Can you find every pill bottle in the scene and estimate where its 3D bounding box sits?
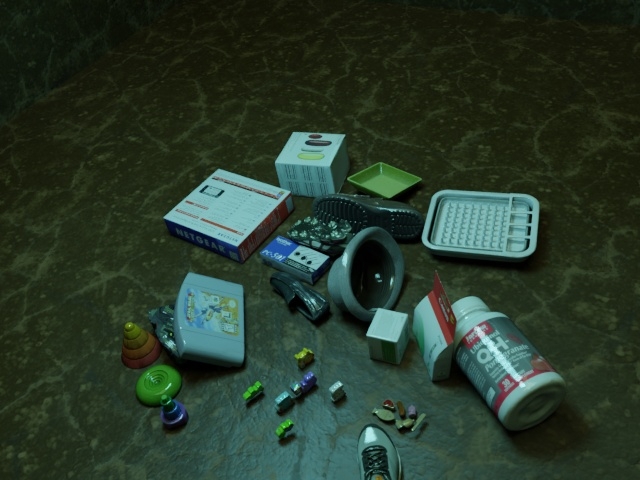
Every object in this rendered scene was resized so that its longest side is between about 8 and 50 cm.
[{"bbox_3d":[0.431,0.288,1.589,0.176,0.176,0.318,-22,43,-12],"label":"pill bottle"}]

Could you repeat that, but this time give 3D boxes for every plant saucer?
[{"bbox_3d":[0.218,-0.192,2.229,0.188,0.045,0.188,28,41,34],"label":"plant saucer"}]

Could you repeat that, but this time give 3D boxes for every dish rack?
[{"bbox_3d":[0.495,-0.038,2.007,0.332,0.072,0.286,6,46,17],"label":"dish rack"}]

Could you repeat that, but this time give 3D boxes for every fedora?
[{"bbox_3d":[0.115,0.103,1.857,0.124,0.244,0.275,-12,42,44],"label":"fedora"}]

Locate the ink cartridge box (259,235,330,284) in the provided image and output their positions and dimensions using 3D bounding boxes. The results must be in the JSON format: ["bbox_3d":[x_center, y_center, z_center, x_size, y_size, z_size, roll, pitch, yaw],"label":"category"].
[{"bbox_3d":[-0.079,0.060,2.035,0.207,0.046,0.097,22,50,31],"label":"ink cartridge box"}]

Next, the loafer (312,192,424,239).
[{"bbox_3d":[0.154,-0.077,2.100,0.365,0.134,0.130,12,20,10],"label":"loafer"}]

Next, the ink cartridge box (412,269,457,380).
[{"bbox_3d":[0.288,0.218,1.656,0.056,0.225,0.181,-9,41,-5],"label":"ink cartridge box"}]

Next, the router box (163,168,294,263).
[{"bbox_3d":[-0.311,-0.094,2.221,0.335,0.082,0.301,20,51,29],"label":"router box"}]

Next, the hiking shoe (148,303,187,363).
[{"bbox_3d":[-0.405,0.250,1.833,0.114,0.086,0.227,-28,45,-15],"label":"hiking shoe"}]

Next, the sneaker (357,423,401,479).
[{"bbox_3d":[0.133,0.524,1.446,0.100,0.108,0.272,-10,41,4],"label":"sneaker"}]

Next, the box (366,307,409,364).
[{"bbox_3d":[0.181,0.255,1.729,0.087,0.101,0.102,11,46,22],"label":"box"}]

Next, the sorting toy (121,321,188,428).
[{"bbox_3d":[-0.460,0.341,1.749,0.127,0.126,0.365,-27,44,-17],"label":"sorting toy"}]

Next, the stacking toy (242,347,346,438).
[{"bbox_3d":[-0.065,0.392,1.674,0.221,0.052,0.167,-33,45,-20],"label":"stacking toy"}]

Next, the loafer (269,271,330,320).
[{"bbox_3d":[-0.073,0.162,1.900,0.223,0.076,0.078,30,48,31],"label":"loafer"}]

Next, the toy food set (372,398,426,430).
[{"bbox_3d":[0.196,0.429,1.602,0.122,0.019,0.078,20,49,39],"label":"toy food set"}]

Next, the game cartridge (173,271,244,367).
[{"bbox_3d":[-0.315,0.217,1.840,0.198,0.062,0.297,19,37,-23],"label":"game cartridge"}]

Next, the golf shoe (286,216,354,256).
[{"bbox_3d":[0.000,0.000,2.050,0.272,0.120,0.105,10,50,47],"label":"golf shoe"}]

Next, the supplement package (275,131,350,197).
[{"bbox_3d":[-0.023,-0.269,2.304,0.203,0.149,0.194,6,45,19],"label":"supplement package"}]
